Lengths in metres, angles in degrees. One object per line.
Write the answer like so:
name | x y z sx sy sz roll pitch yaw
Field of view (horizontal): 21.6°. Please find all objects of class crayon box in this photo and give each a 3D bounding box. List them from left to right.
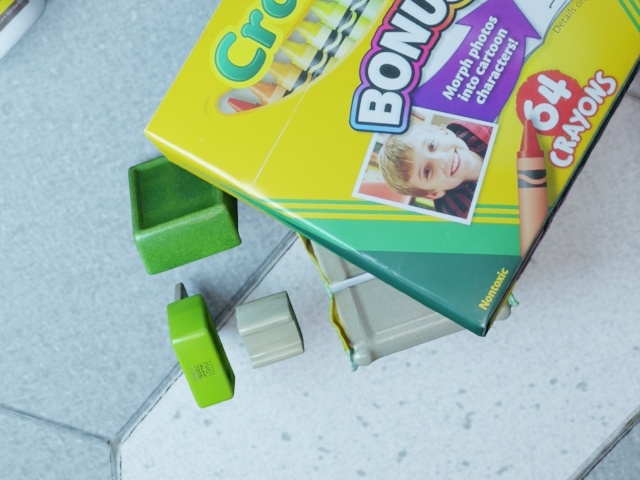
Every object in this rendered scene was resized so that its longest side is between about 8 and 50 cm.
crayon box | 0.087 -0.157 1.357 0.313 0.106 0.363 30 85 9

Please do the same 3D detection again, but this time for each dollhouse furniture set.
dollhouse furniture set | 0.000 0.000 1.511 0.301 0.151 0.198 -18 116 3

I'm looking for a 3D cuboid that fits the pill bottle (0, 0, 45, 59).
pill bottle | -0.348 -0.236 1.437 0.117 0.117 0.215 -42 104 14
